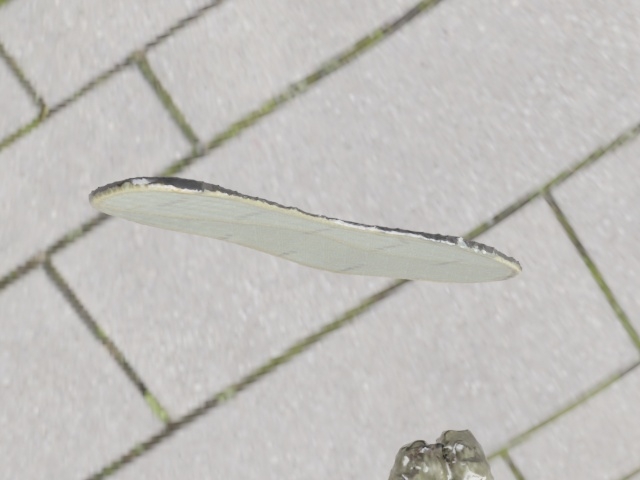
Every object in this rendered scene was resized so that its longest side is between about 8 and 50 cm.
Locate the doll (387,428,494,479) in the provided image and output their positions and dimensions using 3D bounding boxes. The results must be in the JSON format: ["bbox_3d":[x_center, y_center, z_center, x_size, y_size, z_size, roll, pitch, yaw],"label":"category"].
[{"bbox_3d":[0.025,0.195,1.144,0.202,0.286,0.091,-31,76,0],"label":"doll"}]

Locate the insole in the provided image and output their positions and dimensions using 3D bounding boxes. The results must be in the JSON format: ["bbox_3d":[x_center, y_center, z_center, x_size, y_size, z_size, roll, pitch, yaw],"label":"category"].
[{"bbox_3d":[0.000,0.000,1.136,0.348,0.119,0.009,13,70,-43],"label":"insole"}]
